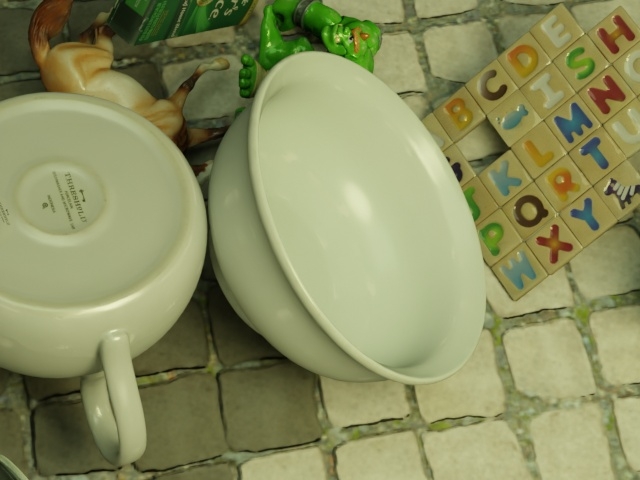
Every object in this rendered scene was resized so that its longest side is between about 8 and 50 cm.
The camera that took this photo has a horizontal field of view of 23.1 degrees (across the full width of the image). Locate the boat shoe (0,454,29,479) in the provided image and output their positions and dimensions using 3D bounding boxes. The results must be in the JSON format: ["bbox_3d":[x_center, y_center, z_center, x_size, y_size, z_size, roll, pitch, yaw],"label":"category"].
[{"bbox_3d":[-0.290,0.219,1.258,0.114,0.091,0.302,-43,63,1],"label":"boat shoe"}]

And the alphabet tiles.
[{"bbox_3d":[0.213,-0.093,1.416,0.237,0.009,0.198,-40,66,16],"label":"alphabet tiles"}]

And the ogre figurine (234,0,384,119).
[{"bbox_3d":[-0.006,-0.163,1.470,0.118,0.097,0.197,6,26,8],"label":"ogre figurine"}]

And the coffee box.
[{"bbox_3d":[-0.108,-0.244,1.448,0.040,0.113,0.184,42,30,16],"label":"coffee box"}]

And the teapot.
[{"bbox_3d":[-0.212,0.021,1.278,0.252,0.187,0.256,22,55,4],"label":"teapot"}]

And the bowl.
[{"bbox_3d":[0.000,0.000,1.326,0.134,0.298,0.298,-26,57,33],"label":"bowl"}]

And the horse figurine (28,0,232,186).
[{"bbox_3d":[-0.177,-0.143,1.439,0.263,0.066,0.174,39,49,8],"label":"horse figurine"}]
